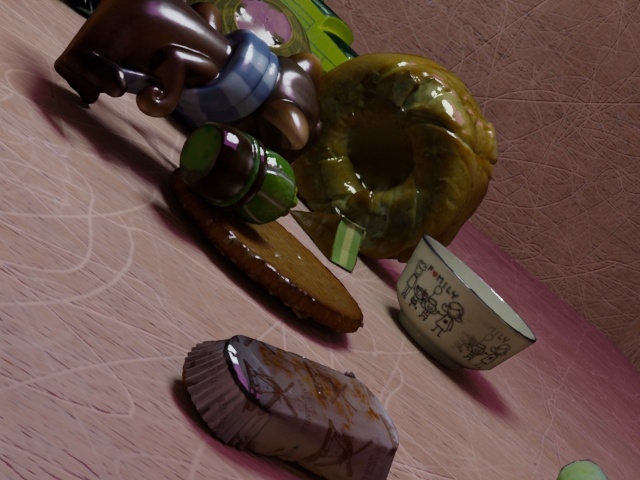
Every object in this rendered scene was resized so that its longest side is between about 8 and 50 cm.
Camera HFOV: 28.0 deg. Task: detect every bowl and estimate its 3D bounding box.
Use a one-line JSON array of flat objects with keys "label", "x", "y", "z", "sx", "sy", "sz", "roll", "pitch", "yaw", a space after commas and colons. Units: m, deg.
[{"label": "bowl", "x": 0.205, "y": 0.114, "z": 1.967, "sx": 0.237, "sy": 0.126, "sz": 0.238, "roll": 40, "pitch": 10, "yaw": -9}]

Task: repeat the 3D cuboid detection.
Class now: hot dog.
[{"label": "hot dog", "x": -0.025, "y": 0.148, "z": 1.121, "sx": 0.252, "sy": 0.069, "sz": 0.131, "roll": 28, "pitch": 26, "yaw": -46}]

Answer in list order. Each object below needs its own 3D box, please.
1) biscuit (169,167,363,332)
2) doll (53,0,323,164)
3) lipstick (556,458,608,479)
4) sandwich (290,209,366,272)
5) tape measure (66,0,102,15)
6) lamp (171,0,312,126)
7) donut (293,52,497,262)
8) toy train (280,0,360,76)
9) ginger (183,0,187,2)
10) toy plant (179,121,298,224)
[{"label": "biscuit", "x": -0.069, "y": 0.014, "z": 1.594, "sx": 0.305, "sy": 0.038, "sz": 0.305, "roll": 40, "pitch": 8, "yaw": -7}, {"label": "doll", "x": -0.161, "y": -0.195, "z": 1.601, "sx": 0.339, "sy": 0.209, "sz": 0.318, "roll": 28, "pitch": 27, "yaw": -25}, {"label": "lipstick", "x": 0.365, "y": 0.373, "z": 1.630, "sx": 0.076, "sy": 0.076, "sz": 0.304, "roll": 40, "pitch": 10, "yaw": -13}, {"label": "sandwich", "x": 0.000, "y": 0.000, "z": 2.013, "sx": 0.116, "sy": 0.074, "sz": 0.074, "roll": 8, "pitch": -14, "yaw": 40}, {"label": "tape measure", "x": -0.350, "y": -0.455, "z": 2.118, "sx": 0.107, "sy": 0.181, "sz": 0.182, "roll": 41, "pitch": 45, "yaw": 15}, {"label": "lamp", "x": -0.146, "y": -0.261, "z": 2.001, "sx": 0.250, "sy": 0.284, "sz": 0.250, "roll": 14, "pitch": 59, "yaw": -23}, {"label": "donut", "x": 0.123, "y": -0.135, "z": 2.167, "sx": 0.360, "sy": 0.360, "sz": 0.170, "roll": 45, "pitch": 26, "yaw": 18}, {"label": "toy train", "x": -0.095, "y": -0.368, "z": 2.457, "sx": 0.442, "sy": 0.272, "sz": 0.179, "roll": 47, "pitch": 8, "yaw": 26}, {"label": "ginger", "x": -0.238, "y": -0.379, "z": 2.244, "sx": 0.080, "sy": 0.166, "sz": 0.333, "roll": 3, "pitch": 15, "yaw": 17}, {"label": "toy plant", "x": -0.088, "y": -0.073, "z": 1.502, "sx": 0.162, "sy": 0.093, "sz": 0.093, "roll": 30, "pitch": 15, "yaw": -47}]
